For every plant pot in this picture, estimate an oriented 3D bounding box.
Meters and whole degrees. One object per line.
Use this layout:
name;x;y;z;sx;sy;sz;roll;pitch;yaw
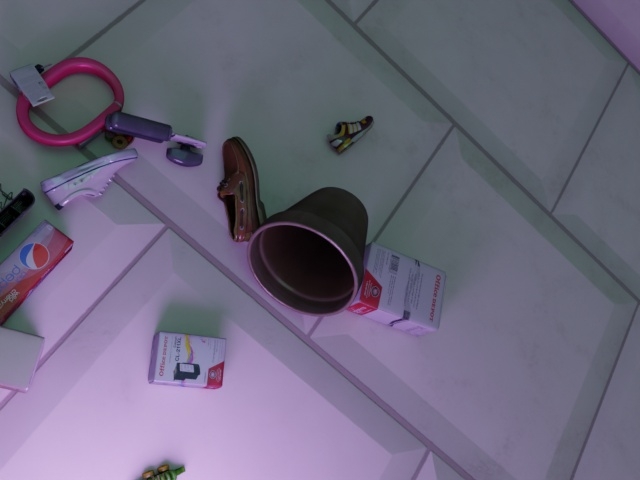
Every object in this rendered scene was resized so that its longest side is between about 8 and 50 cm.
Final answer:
plant pot;0.000;0.000;1.767;0.323;0.323;0.280;41;45;-9

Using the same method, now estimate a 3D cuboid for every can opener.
can opener;-0.438;-0.267;1.717;0.283;0.076;0.095;10;82;-39

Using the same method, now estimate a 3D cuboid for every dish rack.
dish rack;-0.843;-0.099;1.481;0.271;0.074;0.208;38;51;-9

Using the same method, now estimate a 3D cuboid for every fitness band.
fitness band;-0.653;-0.362;1.673;0.209;0.054;0.291;41;61;-2

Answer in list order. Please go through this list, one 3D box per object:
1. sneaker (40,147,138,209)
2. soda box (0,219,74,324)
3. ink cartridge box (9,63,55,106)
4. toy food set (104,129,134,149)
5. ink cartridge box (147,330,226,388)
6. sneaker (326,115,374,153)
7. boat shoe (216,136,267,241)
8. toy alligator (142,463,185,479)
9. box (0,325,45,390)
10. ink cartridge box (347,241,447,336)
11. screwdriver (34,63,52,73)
sneaker;-0.584;-0.160;1.645;0.258;0.094;0.091;-30;107;-26
soda box;-0.708;0.080;1.501;0.092;0.083;0.263;39;61;-10
ink cartridge box;-0.730;-0.388;1.615;0.063;0.029;0.115;-32;82;-27
toy food set;-0.547;-0.292;1.732;0.082;0.020;0.083;44;61;-7
ink cartridge box;-0.338;0.306;1.615;0.175;0.072;0.127;10;70;-23
sneaker;0.098;-0.361;2.041;0.084;0.069;0.185;49;59;-11
boat shoe;-0.234;-0.146;1.787;0.104;0.111;0.307;-12;79;-30
toy alligator;-0.407;0.579;1.507;0.190;0.051;0.056;-14;80;-29
box;-0.777;0.235;1.383;0.311;0.148;0.121;19;67;-18
ink cartridge box;0.228;0.151;1.916;0.273;0.114;0.197;22;65;-18
screwdriver;-0.709;-0.444;1.621;0.024;0.170;0.025;-49;117;-20
